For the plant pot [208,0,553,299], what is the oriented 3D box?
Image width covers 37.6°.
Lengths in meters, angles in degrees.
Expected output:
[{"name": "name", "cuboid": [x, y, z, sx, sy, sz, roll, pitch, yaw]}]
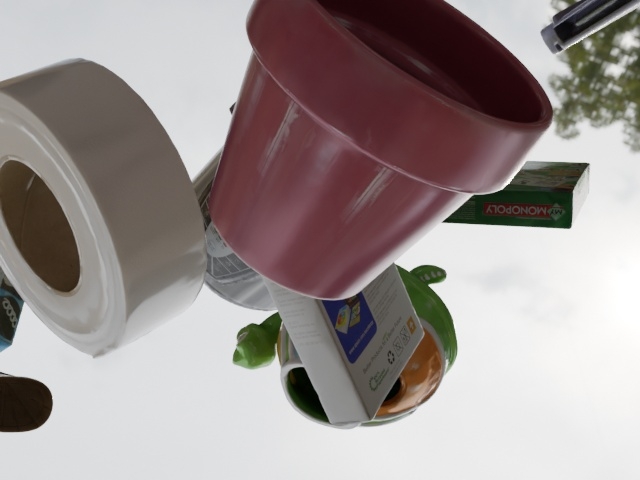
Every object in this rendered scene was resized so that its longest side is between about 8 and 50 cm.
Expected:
[{"name": "plant pot", "cuboid": [0.020, -0.067, 0.626, 0.201, 0.180, 0.201, 25, -150, -16]}]

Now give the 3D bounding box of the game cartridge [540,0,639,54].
[{"name": "game cartridge", "cuboid": [0.475, -0.377, 1.324, 0.230, 0.355, 0.068, -35, -87, -10]}]

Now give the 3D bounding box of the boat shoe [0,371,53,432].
[{"name": "boat shoe", "cuboid": [-0.623, 0.260, 1.551, 0.341, 0.110, 0.121, 14, -99, -24]}]

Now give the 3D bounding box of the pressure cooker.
[{"name": "pressure cooker", "cuboid": [-0.061, -0.087, 1.921, 0.370, 0.420, 0.375, 18, -123, -26]}]

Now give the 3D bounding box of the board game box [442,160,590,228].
[{"name": "board game box", "cuboid": [0.165, -0.066, 1.179, 0.317, 0.046, 0.213, 4, -166, 21]}]

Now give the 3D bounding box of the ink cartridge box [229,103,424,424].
[{"name": "ink cartridge box", "cuboid": [0.000, 0.000, 1.030, 0.069, 0.371, 0.176, -10, -158, 32]}]

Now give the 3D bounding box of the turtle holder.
[{"name": "turtle holder", "cuboid": [0.029, 0.143, 1.381, 0.320, 0.243, 0.227, 28, -135, 18]}]

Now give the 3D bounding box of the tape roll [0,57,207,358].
[{"name": "tape roll", "cuboid": [-0.239, -0.030, 0.933, 0.286, 0.286, 0.100, 38, -132, 25]}]

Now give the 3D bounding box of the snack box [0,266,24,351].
[{"name": "snack box", "cuboid": [-0.617, 0.093, 1.760, 0.060, 0.187, 0.322, 39, -146, -33]}]
